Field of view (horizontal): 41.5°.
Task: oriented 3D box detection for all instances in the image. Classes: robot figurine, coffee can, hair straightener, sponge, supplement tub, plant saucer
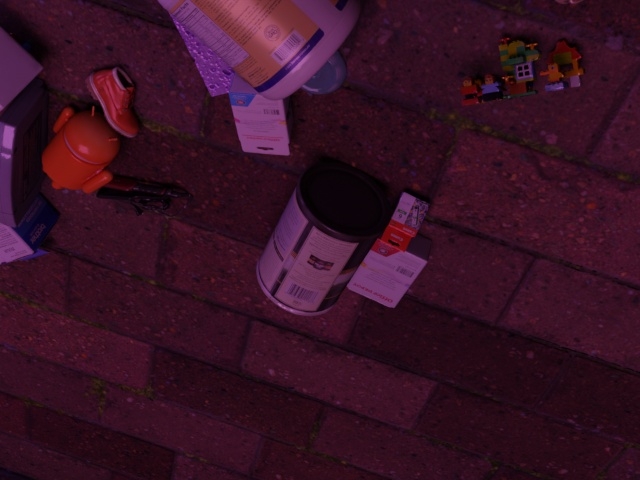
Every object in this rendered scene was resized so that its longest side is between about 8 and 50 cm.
[{"bbox_3d":[-0.512,-0.192,1.819,0.128,0.158,0.219,22,138,-33],"label":"robot figurine"},{"bbox_3d":[0.000,0.000,1.777,0.201,0.201,0.275,25,134,-5],"label":"coffee can"},{"bbox_3d":[-0.404,-0.099,1.935,0.230,0.047,0.089,6,133,7],"label":"hair straightener"},{"bbox_3d":[-0.200,-0.381,1.612,0.117,0.031,0.210,-8,128,24],"label":"sponge"},{"bbox_3d":[-0.122,-0.422,1.404,0.331,0.241,0.241,41,130,-19],"label":"supplement tub"},{"bbox_3d":[-0.010,-0.324,1.610,0.119,0.021,0.119,9,134,10],"label":"plant saucer"}]

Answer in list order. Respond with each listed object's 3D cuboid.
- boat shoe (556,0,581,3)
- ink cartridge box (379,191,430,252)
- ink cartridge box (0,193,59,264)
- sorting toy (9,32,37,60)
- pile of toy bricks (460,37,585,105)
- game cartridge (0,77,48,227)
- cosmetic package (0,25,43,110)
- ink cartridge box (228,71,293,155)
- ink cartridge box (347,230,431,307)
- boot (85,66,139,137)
[{"bbox_3d":[0.396,-0.435,1.320,0.341,0.122,0.110,18,139,15],"label":"boat shoe"},{"bbox_3d":[0.175,-0.037,1.761,0.062,0.029,0.115,25,93,-5],"label":"ink cartridge box"},{"bbox_3d":[-0.821,-0.076,2.008,0.270,0.151,0.395,-15,123,30],"label":"ink cartridge box"},{"bbox_3d":[-0.614,-0.391,1.737,0.061,0.042,0.102,-6,143,42],"label":"sorting toy"},{"bbox_3d":[0.339,-0.303,1.474,0.212,0.118,0.105,-6,97,34],"label":"pile of toy bricks"},{"bbox_3d":[-0.651,-0.180,1.827,0.062,0.198,0.297,20,134,0],"label":"game cartridge"},{"bbox_3d":[-0.717,-0.353,1.693,0.224,0.138,0.224,44,147,-23],"label":"cosmetic package"},{"bbox_3d":[-0.112,-0.248,1.662,0.104,0.062,0.181,6,149,7],"label":"ink cartridge box"},{"bbox_3d":[0.148,0.051,1.865,0.127,0.072,0.175,25,134,-6],"label":"ink cartridge box"},{"bbox_3d":[-0.410,-0.286,1.752,0.084,0.059,0.158,-15,124,23],"label":"boot"}]
